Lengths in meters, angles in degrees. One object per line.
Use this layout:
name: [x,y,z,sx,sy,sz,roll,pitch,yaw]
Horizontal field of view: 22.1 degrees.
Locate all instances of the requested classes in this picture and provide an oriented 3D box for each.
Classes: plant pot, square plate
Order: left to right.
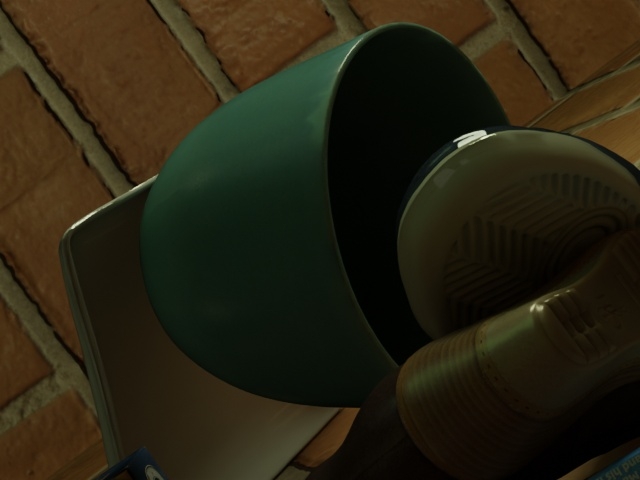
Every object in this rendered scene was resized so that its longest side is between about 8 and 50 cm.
square plate: [-0.100,0.078,1.451,0.049,0.344,0.347,4,27,31]
plant pot: [0.000,0.000,1.298,0.235,0.293,0.293,-13,16,36]

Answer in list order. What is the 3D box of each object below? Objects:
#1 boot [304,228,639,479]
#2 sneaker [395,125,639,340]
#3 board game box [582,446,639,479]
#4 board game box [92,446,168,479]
boot: [0.085,0.088,0.786,0.207,0.090,0.248,-42,-21,30]
sneaker: [0.108,-0.009,0.891,0.131,0.148,0.350,-47,-29,9]
board game box: [0.119,0.125,0.719,0.211,0.039,0.160,-34,-13,17]
board game box: [-0.151,0.249,0.916,0.243,0.165,0.042,-34,4,12]
